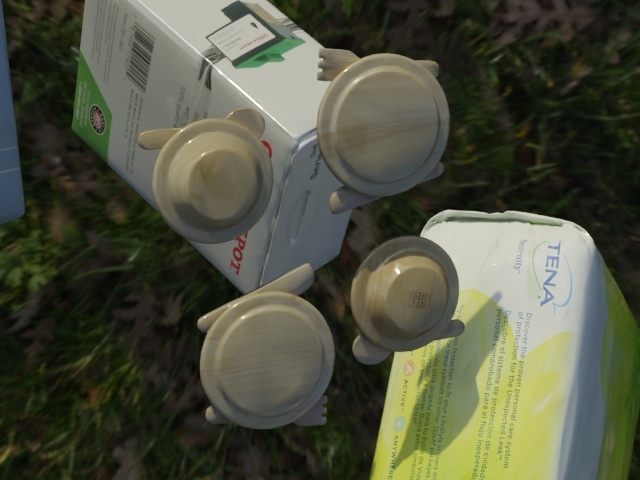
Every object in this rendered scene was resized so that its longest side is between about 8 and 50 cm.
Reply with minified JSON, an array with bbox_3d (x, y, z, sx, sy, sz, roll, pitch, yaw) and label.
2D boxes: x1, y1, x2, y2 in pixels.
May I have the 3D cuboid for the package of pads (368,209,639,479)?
[{"bbox_3d":[0.099,0.153,0.794,0.101,0.229,0.297,5,72,22],"label":"package of pads"}]

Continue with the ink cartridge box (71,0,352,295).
[{"bbox_3d":[-0.072,-0.088,1.036,0.092,0.160,0.219,-29,59,-36],"label":"ink cartridge box"}]

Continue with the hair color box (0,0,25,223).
[{"bbox_3d":[-0.275,-0.191,0.777,0.185,0.113,0.374,5,104,38],"label":"hair color box"}]

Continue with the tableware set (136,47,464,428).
[{"bbox_3d":[0.000,0.000,0.658,0.141,0.020,0.169,-16,106,-19],"label":"tableware set"}]
